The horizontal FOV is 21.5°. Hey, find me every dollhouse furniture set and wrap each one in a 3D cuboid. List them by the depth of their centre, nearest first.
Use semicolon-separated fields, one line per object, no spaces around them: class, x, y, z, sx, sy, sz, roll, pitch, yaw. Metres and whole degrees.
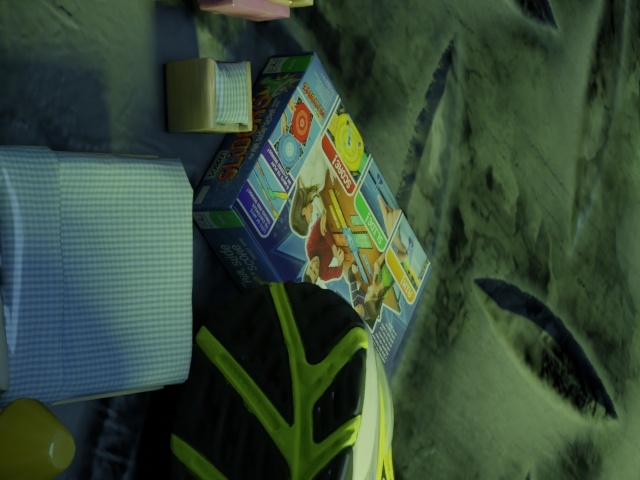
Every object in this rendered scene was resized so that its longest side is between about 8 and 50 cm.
dollhouse furniture set;-0.054;-0.036;0.838;0.286;0.198;0.303;1;88;-57

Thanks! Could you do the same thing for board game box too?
board game box;0.000;0.000;1.069;0.201;0.035;0.136;60;42;-37

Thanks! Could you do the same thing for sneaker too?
sneaker;-0.023;0.223;0.933;0.147;0.145;0.385;44;59;-61
